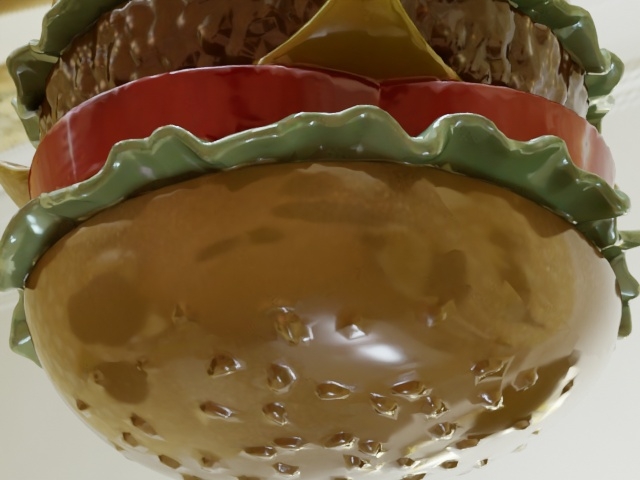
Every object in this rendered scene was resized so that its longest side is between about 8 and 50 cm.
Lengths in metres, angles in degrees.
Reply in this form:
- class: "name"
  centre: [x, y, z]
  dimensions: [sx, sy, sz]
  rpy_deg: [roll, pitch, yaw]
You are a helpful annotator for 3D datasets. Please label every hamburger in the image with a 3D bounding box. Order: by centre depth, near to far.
- class: "hamburger"
  centre: [0.000, 0.000, 0.546]
  dimensions: [0.274, 0.274, 0.212]
  rpy_deg: [-15, -120, 23]
